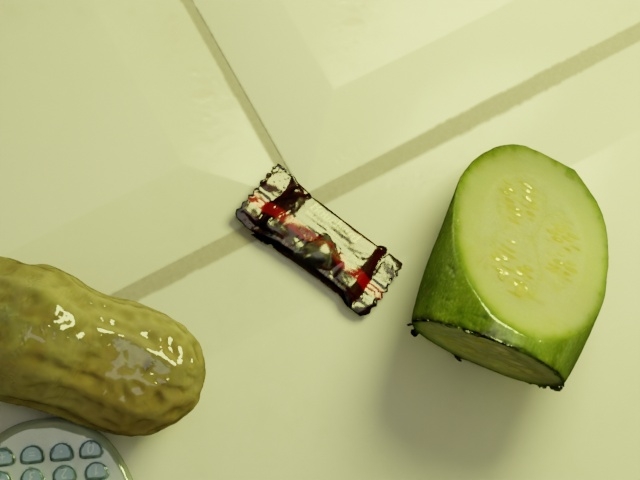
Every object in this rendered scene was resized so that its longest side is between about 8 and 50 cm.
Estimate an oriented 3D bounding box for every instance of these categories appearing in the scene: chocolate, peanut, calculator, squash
[{"bbox_3d":[0.000,0.000,1.714,0.182,0.028,0.086,39,71,3],"label":"chocolate"},{"bbox_3d":[-0.256,0.107,1.579,0.291,0.159,0.143,21,100,-5],"label":"peanut"},{"bbox_3d":[-0.262,0.326,1.583,0.188,0.042,0.302,-3,77,-12],"label":"calculator"},{"bbox_3d":[0.216,0.007,1.668,0.189,0.189,0.260,26,77,-3],"label":"squash"}]
